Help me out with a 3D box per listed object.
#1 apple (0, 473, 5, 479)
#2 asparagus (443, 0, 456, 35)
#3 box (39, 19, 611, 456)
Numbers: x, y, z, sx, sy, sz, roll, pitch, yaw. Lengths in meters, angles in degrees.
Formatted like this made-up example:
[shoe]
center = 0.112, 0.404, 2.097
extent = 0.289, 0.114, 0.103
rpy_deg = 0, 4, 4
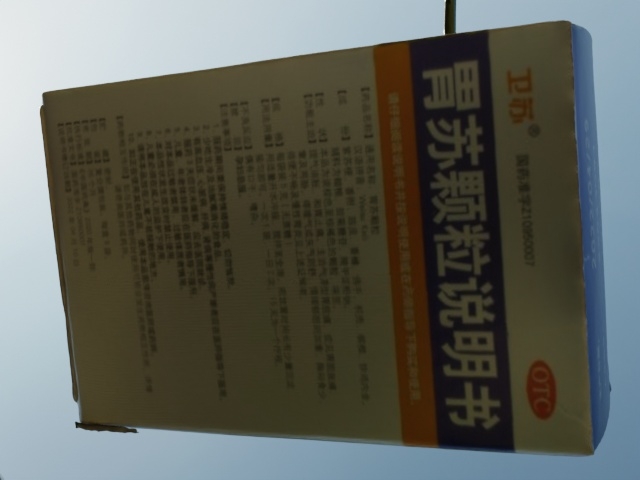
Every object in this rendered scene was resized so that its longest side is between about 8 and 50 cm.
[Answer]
[apple]
center = -0.228, 0.168, 0.257
extent = 0.264, 0.264, 0.264
rpy_deg = -12, -140, 10
[asparagus]
center = 0.094, -0.163, 0.584
extent = 0.016, 0.166, 0.013
rpy_deg = -4, -166, -1
[box]
center = 0.000, 0.000, 0.459
extent = 0.299, 0.200, 0.106
rpy_deg = -2, -173, 22
